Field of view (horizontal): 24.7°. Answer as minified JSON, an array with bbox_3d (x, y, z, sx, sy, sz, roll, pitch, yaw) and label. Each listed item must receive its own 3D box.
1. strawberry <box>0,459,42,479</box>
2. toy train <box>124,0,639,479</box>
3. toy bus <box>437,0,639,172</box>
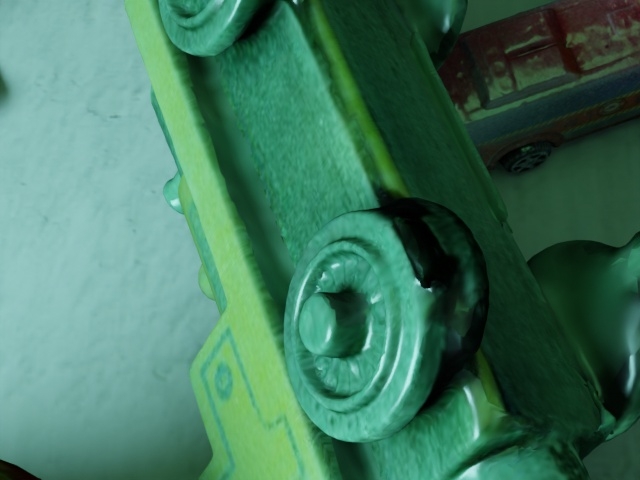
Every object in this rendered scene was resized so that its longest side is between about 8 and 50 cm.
[{"bbox_3d":[-0.162,0.234,0.582,0.257,0.257,0.277,-29,100,-3],"label":"strawberry"},{"bbox_3d":[0.000,0.000,0.652,0.150,0.237,0.369,2,50,-32],"label":"toy train"},{"bbox_3d":[0.136,-0.090,0.731,0.192,0.077,0.065,-19,68,1],"label":"toy bus"}]
